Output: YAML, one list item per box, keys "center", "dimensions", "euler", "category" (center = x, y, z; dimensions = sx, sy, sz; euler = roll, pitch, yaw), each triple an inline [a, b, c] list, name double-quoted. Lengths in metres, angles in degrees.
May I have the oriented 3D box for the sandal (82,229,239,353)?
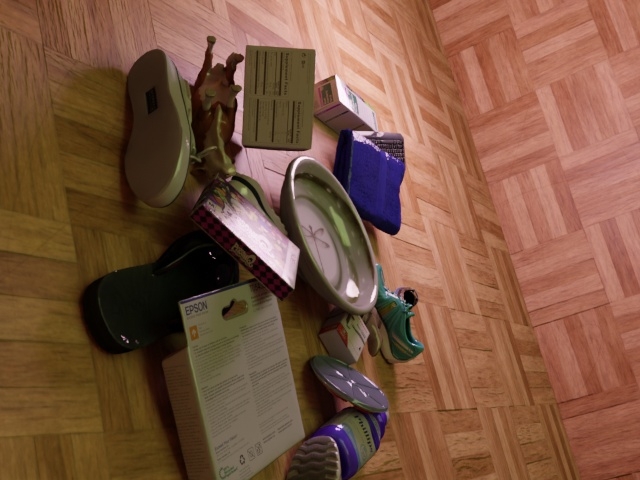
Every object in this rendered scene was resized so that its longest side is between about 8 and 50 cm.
- center: [-0.230, 0.081, 1.483]
  dimensions: [0.167, 0.107, 0.446]
  euler: [66, 25, -5]
  category: "sandal"

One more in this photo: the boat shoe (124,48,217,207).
- center: [-0.278, -0.187, 1.604]
  dimensions: [0.156, 0.136, 0.367]
  euler: [43, 25, -47]
  category: "boat shoe"

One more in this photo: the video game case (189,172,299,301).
- center: [-0.136, -0.011, 1.609]
  dimensions: [0.232, 0.042, 0.210]
  euler: [44, 15, -12]
  category: "video game case"

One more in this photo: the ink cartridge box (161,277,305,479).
- center: [-0.151, 0.244, 1.501]
  dimensions: [0.324, 0.071, 0.330]
  euler: [-14, 91, -65]
  category: "ink cartridge box"

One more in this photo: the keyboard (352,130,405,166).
- center: [0.168, -0.218, 2.503]
  dimensions: [0.317, 0.033, 0.201]
  euler: [-9, 102, -54]
  category: "keyboard"

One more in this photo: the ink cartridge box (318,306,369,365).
- center: [0.057, 0.221, 2.004]
  dimensions: [0.099, 0.056, 0.135]
  euler: [60, 26, -15]
  category: "ink cartridge box"

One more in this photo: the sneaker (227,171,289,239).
- center: [-0.147, -0.036, 1.794]
  dimensions: [0.095, 0.090, 0.235]
  euler: [-56, 135, -26]
  category: "sneaker"

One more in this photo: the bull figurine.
- center: [-0.215, -0.271, 1.761]
  dimensions: [0.101, 0.188, 0.310]
  euler: [5, 48, -18]
  category: "bull figurine"

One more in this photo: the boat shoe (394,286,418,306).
- center: [0.241, 0.169, 2.402]
  dimensions: [0.066, 0.066, 0.183]
  euler: [66, 25, -4]
  category: "boat shoe"

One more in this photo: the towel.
- center: [0.130, -0.157, 2.372]
  dimensions: [0.308, 0.076, 0.228]
  euler: [25, 66, -53]
  category: "towel"

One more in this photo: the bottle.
- center: [0.072, 0.418, 1.830]
  dimensions: [0.283, 0.092, 0.118]
  euler: [-16, 82, -65]
  category: "bottle"

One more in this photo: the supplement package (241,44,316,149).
- center: [-0.092, -0.296, 1.829]
  dimensions: [0.262, 0.145, 0.204]
  euler: [-126, -141, -84]
  category: "supplement package"

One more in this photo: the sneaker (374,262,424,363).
- center: [0.192, 0.184, 2.242]
  dimensions: [0.107, 0.110, 0.275]
  euler: [-9, 77, -64]
  category: "sneaker"

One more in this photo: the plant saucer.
- center: [0.000, 0.000, 2.006]
  dimensions: [0.400, 0.100, 0.400]
  euler: [48, 28, -36]
  category: "plant saucer"

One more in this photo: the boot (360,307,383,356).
- center: [0.118, 0.216, 2.105]
  dimensions: [0.087, 0.042, 0.118]
  euler: [48, 38, -39]
  category: "boot"

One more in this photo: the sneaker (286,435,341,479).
- center: [-0.003, 0.516, 1.629]
  dimensions: [0.115, 0.105, 0.281]
  euler: [61, 26, -54]
  category: "sneaker"

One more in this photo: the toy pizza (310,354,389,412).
- center: [0.060, 0.319, 1.860]
  dimensions: [0.201, 0.032, 0.201]
  euler: [31, 11, -6]
  category: "toy pizza"

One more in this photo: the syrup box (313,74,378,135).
- center: [0.069, -0.374, 2.468]
  dimensions: [0.237, 0.096, 0.093]
  euler: [31, 44, -54]
  category: "syrup box"
